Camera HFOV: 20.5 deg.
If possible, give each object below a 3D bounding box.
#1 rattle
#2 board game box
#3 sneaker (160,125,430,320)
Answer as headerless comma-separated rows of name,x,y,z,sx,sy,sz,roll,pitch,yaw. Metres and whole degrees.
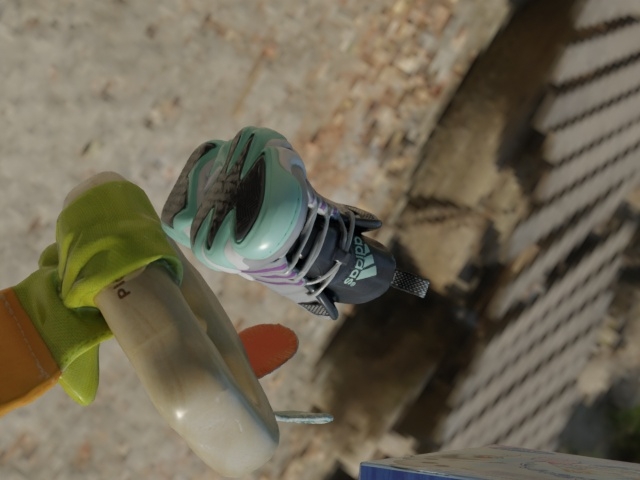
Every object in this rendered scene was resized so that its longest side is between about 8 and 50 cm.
rattle,-0.082,0.063,0.694,0.143,0.130,0.199,-47,171,-4
board game box,0.071,0.076,0.522,0.090,0.090,0.020,3,91,-59
sneaker,0.000,0.000,0.463,0.038,0.069,0.098,-62,-166,1
